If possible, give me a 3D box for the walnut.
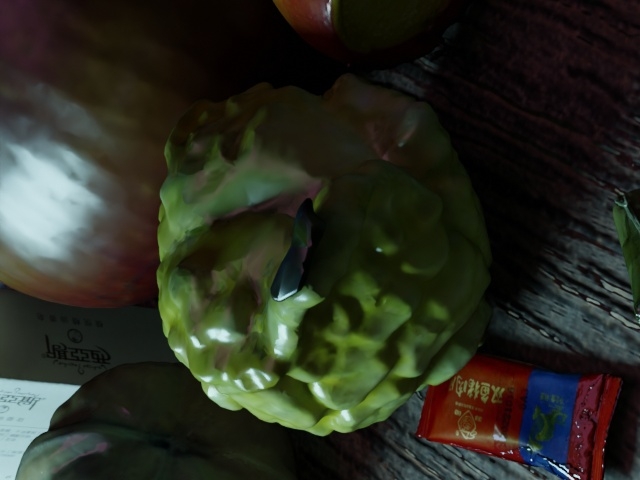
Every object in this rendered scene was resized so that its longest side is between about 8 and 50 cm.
[{"bbox_3d":[-0.132,0.227,1.237,0.248,0.248,0.248,-13,73,51],"label":"walnut"}]

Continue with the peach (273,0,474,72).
[{"bbox_3d":[0.052,-0.237,1.108,0.190,0.196,0.226,117,160,-60],"label":"peach"}]

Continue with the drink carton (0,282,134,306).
[{"bbox_3d":[-0.333,0.075,1.600,0.315,0.130,0.106,-14,74,49],"label":"drink carton"}]

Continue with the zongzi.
[{"bbox_3d":[0.245,-0.003,0.938,0.113,0.052,0.104,-29,54,31],"label":"zongzi"}]

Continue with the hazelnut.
[{"bbox_3d":[-0.192,-0.132,1.281,0.429,0.402,0.402,-33,58,40],"label":"hazelnut"}]

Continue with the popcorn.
[{"bbox_3d":[0.007,0.003,1.082,0.293,0.237,0.293,-30,53,50],"label":"popcorn"}]

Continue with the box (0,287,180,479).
[{"bbox_3d":[-0.281,0.145,1.415,0.194,0.260,0.111,-44,47,37],"label":"box"}]

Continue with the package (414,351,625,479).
[{"bbox_3d":[0.139,0.122,1.068,0.200,0.022,0.083,9,91,54],"label":"package"}]
